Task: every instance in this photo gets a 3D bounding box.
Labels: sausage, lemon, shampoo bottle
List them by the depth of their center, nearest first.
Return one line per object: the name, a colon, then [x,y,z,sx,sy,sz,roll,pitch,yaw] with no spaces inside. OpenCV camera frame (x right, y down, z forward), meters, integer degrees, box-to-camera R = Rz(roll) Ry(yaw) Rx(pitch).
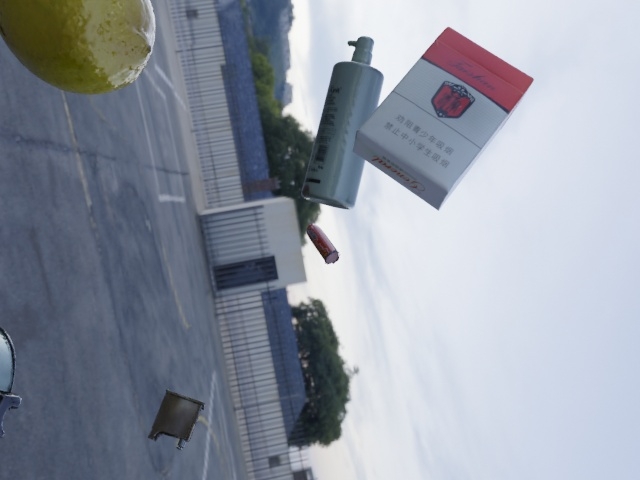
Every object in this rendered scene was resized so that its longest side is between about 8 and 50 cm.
shampoo bottle: [0.041,-0.183,0.924,0.085,0.085,0.262,177,-73,-83]
lemon: [-0.388,-0.355,0.956,0.263,0.236,0.236,45,-30,43]
sausage: [0.000,0.000,1.560,0.145,0.048,0.050,56,-3,41]

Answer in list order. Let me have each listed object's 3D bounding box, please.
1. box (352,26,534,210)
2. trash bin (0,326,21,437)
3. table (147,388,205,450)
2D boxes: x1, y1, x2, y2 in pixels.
box: [0.114,-0.116,0.563,0.100,0.152,0.048,37,-21,9]
trash bin: [-0.602,0.176,0.827,0.262,0.277,0.217,49,55,-57]
table: [-0.247,0.312,1.041,0.083,0.070,0.082,118,-8,-67]
